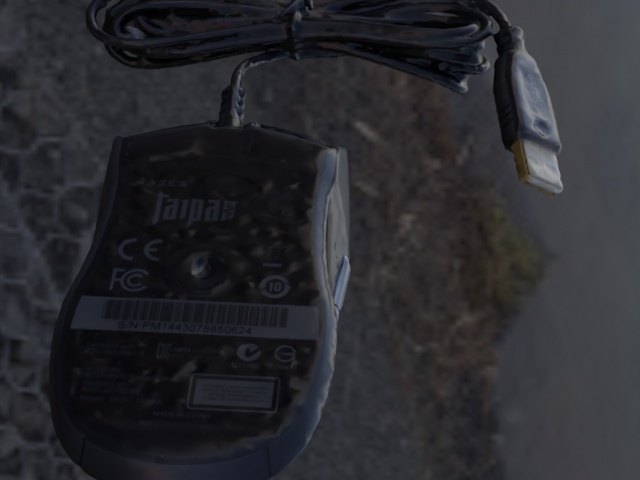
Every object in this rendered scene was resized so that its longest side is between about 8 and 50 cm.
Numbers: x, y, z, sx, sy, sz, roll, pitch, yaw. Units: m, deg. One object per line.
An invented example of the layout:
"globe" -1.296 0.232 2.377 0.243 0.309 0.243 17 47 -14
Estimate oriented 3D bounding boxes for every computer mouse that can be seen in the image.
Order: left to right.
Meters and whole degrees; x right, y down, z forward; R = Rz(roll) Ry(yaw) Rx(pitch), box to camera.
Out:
"computer mouse" 0.000 0.000 0.670 0.060 0.184 0.262 90 -1 -46
